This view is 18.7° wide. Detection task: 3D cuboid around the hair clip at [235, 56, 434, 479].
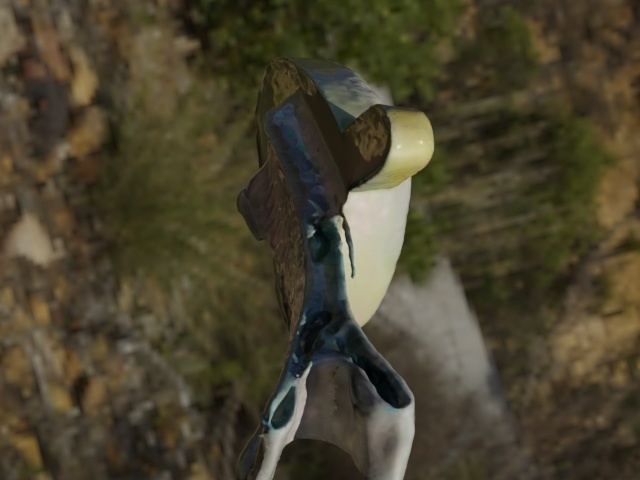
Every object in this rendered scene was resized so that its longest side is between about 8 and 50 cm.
[{"bbox_3d":[0.002,-0.002,0.779,0.218,0.071,0.159,-98,-161,-46],"label":"hair clip"}]
